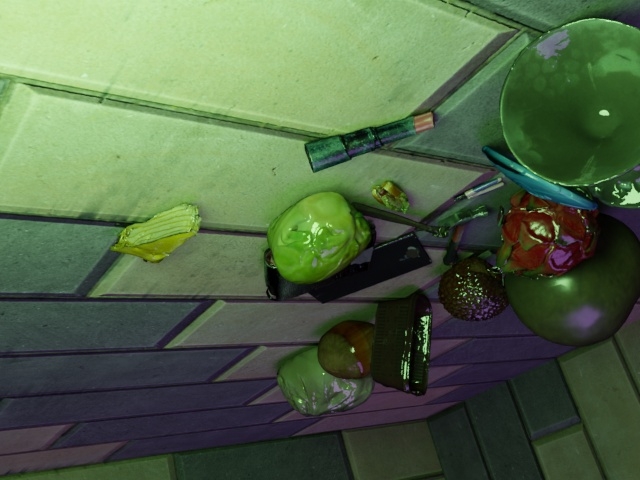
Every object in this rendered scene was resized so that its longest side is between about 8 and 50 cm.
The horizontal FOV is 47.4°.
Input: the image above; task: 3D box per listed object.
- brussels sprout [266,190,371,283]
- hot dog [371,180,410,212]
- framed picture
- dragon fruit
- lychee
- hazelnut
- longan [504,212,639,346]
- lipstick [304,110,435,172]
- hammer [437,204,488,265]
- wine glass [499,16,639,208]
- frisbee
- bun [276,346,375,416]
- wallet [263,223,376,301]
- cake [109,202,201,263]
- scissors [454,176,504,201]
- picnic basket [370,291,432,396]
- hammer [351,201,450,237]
[{"bbox_3d":[0.000,0.000,1.446,0.223,0.161,0.223,-10,162,-3],"label":"brussels sprout"},{"bbox_3d":[0.149,-0.085,1.501,0.056,0.041,0.133,-25,155,20],"label":"hot dog"},{"bbox_3d":[0.113,0.077,1.872,0.324,0.013,0.244,-22,156,11],"label":"framed picture"},{"bbox_3d":[0.505,-0.009,1.661,0.234,0.233,0.293,5,133,-40],"label":"dragon fruit"},{"bbox_3d":[0.413,0.142,1.991,0.188,0.188,0.188,-13,156,-6],"label":"lychee"},{"bbox_3d":[0.097,0.326,2.221,0.214,0.176,0.214,-22,-168,5],"label":"hazelnut"},{"bbox_3d":[0.645,0.095,1.849,0.361,0.360,0.361,-13,156,-6],"label":"longan"},{"bbox_3d":[0.090,-0.176,1.266,0.234,0.053,0.053,-17,156,-6],"label":"lipstick"},{"bbox_3d":[0.339,-0.003,1.812,0.111,0.033,0.287,-15,156,-4],"label":"hammer"},{"bbox_3d":[0.505,-0.189,1.263,0.267,0.267,0.406,-30,158,28],"label":"wine glass"},{"bbox_3d":[0.410,-0.111,1.391,0.242,0.242,0.045,12,109,-47],"label":"frisbee"},{"bbox_3d":[0.028,0.486,2.464,0.360,0.210,0.359,-14,157,-6],"label":"bun"},{"bbox_3d":[-0.001,0.055,1.678,0.263,0.071,0.221,-17,154,-10],"label":"wallet"},{"bbox_3d":[-0.307,-0.022,1.341,0.116,0.079,0.185,15,153,-30],"label":"cake"},{"bbox_3d":[0.348,-0.109,1.610,0.113,0.012,0.039,-23,155,16],"label":"scissors"},{"bbox_3d":[0.238,0.302,2.142,0.129,0.296,0.222,0,164,26],"label":"picnic basket"},{"bbox_3d":[0.167,-0.044,1.579,0.297,0.026,0.125,14,177,-41],"label":"hammer"}]
